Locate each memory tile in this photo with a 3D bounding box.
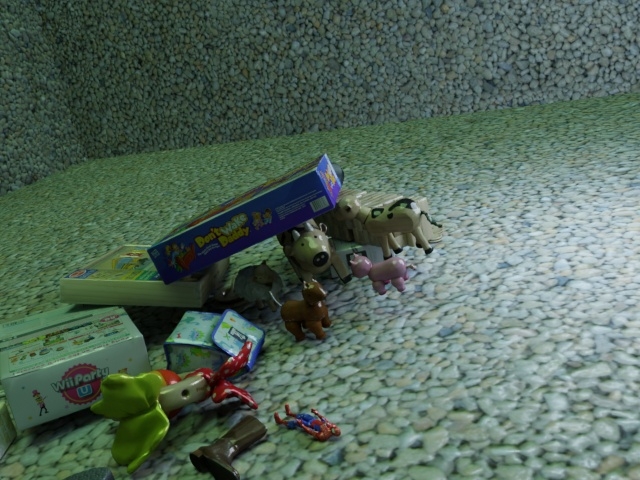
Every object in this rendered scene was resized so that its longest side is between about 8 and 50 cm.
[{"bbox_3d":[0.216,-0.012,1.611,0.148,0.012,0.113,-6,20,15],"label":"memory tile"}]

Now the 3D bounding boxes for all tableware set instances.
[{"bbox_3d":[-0.228,0.132,1.431,0.194,0.039,0.128,-27,24,-37],"label":"tableware set"}]

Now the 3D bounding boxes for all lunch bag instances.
[{"bbox_3d":[-0.180,0.184,1.187,0.151,0.096,0.129,6,21,6],"label":"lunch bag"}]

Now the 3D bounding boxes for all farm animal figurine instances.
[{"bbox_3d":[0.011,0.013,1.300,0.330,0.172,0.327,-38,27,-21],"label":"farm animal figurine"}]

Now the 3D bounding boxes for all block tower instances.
[{"bbox_3d":[0.088,-0.053,1.493,0.091,0.097,0.335,-23,19,-33],"label":"block tower"}]

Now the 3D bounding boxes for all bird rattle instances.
[{"bbox_3d":[-0.228,0.226,1.047,0.253,0.143,0.207,-24,8,-39],"label":"bird rattle"}]

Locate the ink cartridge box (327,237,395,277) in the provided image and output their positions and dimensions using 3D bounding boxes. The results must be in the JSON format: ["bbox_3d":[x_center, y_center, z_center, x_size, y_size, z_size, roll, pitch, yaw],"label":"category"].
[{"bbox_3d":[0.067,0.028,1.513,0.180,0.060,0.104,-12,18,0],"label":"ink cartridge box"}]

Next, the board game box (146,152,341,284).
[{"bbox_3d":[-0.136,-0.048,1.330,0.347,0.078,0.233,-25,11,10],"label":"board game box"}]

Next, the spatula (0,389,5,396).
[{"bbox_3d":[-0.481,0.242,1.307,0.242,0.019,0.168,-9,20,9],"label":"spatula"}]

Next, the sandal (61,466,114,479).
[{"bbox_3d":[-0.336,0.375,0.810,0.097,0.054,0.254,-9,28,31],"label":"sandal"}]

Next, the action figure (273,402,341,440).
[{"bbox_3d":[-0.016,0.257,0.969,0.115,0.030,0.038,8,23,41],"label":"action figure"}]

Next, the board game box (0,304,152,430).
[{"bbox_3d":[-0.442,0.200,1.222,0.224,0.097,0.303,-16,15,-21],"label":"board game box"}]

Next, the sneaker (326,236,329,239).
[{"bbox_3d":[0.000,0.000,1.683,0.044,0.040,0.109,3,22,-5],"label":"sneaker"}]

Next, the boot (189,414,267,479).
[{"bbox_3d":[-0.107,0.284,0.941,0.114,0.037,0.106,-22,23,-40],"label":"boot"}]

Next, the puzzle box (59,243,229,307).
[{"bbox_3d":[-0.357,0.067,1.486,0.272,0.052,0.409,1,9,-1],"label":"puzzle box"}]

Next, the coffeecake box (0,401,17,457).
[{"bbox_3d":[-0.570,0.331,1.032,0.142,0.068,0.185,-10,19,3],"label":"coffeecake box"}]

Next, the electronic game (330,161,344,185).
[{"bbox_3d":[-0.047,-0.095,1.526,0.229,0.048,0.229,-28,28,17],"label":"electronic game"}]
